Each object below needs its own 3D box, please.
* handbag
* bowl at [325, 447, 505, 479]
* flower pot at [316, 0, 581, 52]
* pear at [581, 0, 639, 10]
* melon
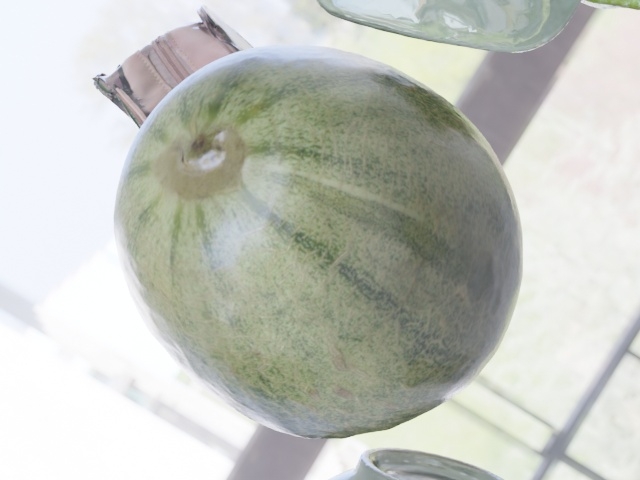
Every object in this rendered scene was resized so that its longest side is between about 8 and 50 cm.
[{"bbox_3d":[-0.078,-0.096,1.591,0.116,0.205,0.179,-43,-28,5],"label":"handbag"},{"bbox_3d":[0.090,0.284,1.750,0.337,0.337,0.157,-91,14,-82],"label":"bowl"},{"bbox_3d":[0.093,-0.289,0.975,0.254,0.165,0.367,95,-174,-47],"label":"flower pot"},{"bbox_3d":[0.284,-0.322,1.601,0.176,0.286,0.282,-52,-22,-51],"label":"pear"},{"bbox_3d":[0.000,0.000,1.245,0.248,0.248,0.329,-59,-28,-1],"label":"melon"}]
